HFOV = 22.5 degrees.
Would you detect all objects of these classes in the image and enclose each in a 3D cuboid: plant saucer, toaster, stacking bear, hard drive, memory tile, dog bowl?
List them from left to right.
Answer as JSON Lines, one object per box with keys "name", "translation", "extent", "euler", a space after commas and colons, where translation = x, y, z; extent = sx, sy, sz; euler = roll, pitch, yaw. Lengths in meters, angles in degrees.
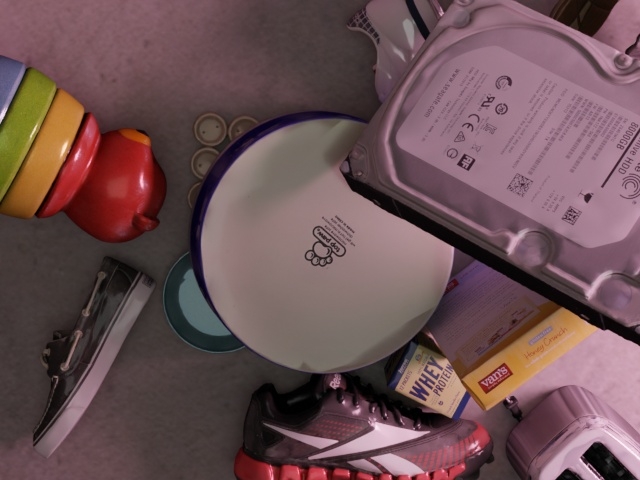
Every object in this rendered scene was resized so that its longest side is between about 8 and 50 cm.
{"name": "stacking bear", "translation": [-0.289, -0.095, 1.620], "extent": [0.289, 0.175, 0.164], "euler": [27, 94, -12]}
{"name": "plant saucer", "translation": [-0.107, 0.060, 1.708], "extent": [0.119, 0.021, 0.119], "euler": [0, 98, -2]}
{"name": "memory tile", "translation": [-0.065, -0.076, 1.695], "extent": [0.148, 0.012, 0.113], "euler": [4, 98, -3]}
{"name": "dog bowl", "translation": [0.000, 0.000, 1.645], "extent": [0.265, 0.104, 0.264], "euler": [-1, 97, -9]}
{"name": "hard drive", "translation": [0.218, -0.077, 1.504], "extent": [0.339, 0.064, 0.237], "euler": [31, 80, 23]}
{"name": "toaster", "translation": [0.289, 0.248, 1.682], "extent": [0.129, 0.146, 0.227], "euler": [-43, 97, 3]}

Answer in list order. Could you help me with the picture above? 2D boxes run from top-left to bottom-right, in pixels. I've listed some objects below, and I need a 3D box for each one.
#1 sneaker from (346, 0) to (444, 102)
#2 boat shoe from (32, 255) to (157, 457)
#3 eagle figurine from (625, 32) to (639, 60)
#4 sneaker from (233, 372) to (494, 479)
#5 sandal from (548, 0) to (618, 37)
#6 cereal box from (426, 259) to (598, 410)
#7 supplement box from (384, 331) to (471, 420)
{"name": "sneaker", "translation": [0.114, -0.146, 1.664], "extent": [0.095, 0.090, 0.235], "euler": [-24, 94, 13]}
{"name": "boat shoe", "translation": [-0.254, 0.121, 1.689], "extent": [0.070, 0.078, 0.219], "euler": [29, 88, -6]}
{"name": "eagle figurine", "translation": [0.387, -0.237, 1.582], "extent": [0.225, 0.226, 0.298], "euler": [-23, 115, -40]}
{"name": "sneaker", "translation": [0.046, 0.197, 1.688], "extent": [0.276, 0.097, 0.135], "euler": [-1, 105, 0]}
{"name": "sandal", "translation": [0.295, -0.275, 1.658], "extent": [0.180, 0.049, 0.072], "euler": [-46, 123, -2]}
{"name": "cereal box", "translation": [0.194, 0.065, 1.607], "extent": [0.173, 0.240, 0.047], "euler": [-37, 106, 4]}
{"name": "supplement box", "translation": [0.117, 0.139, 1.693], "extent": [0.083, 0.083, 0.056], "euler": [27, 97, -4]}
